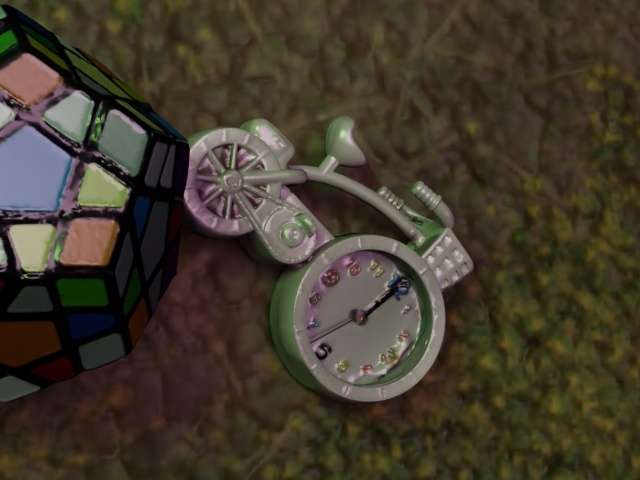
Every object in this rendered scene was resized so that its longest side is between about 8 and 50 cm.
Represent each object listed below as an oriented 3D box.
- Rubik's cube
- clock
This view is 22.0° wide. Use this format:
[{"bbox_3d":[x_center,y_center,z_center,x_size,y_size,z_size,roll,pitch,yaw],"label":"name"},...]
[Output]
[{"bbox_3d":[-0.107,-0.012,0.554,0.133,0.112,0.133,4,77,-20],"label":"Rubik's cube"},{"bbox_3d":[0.000,0.000,0.631,0.129,0.041,0.087,46,73,-14],"label":"clock"}]
